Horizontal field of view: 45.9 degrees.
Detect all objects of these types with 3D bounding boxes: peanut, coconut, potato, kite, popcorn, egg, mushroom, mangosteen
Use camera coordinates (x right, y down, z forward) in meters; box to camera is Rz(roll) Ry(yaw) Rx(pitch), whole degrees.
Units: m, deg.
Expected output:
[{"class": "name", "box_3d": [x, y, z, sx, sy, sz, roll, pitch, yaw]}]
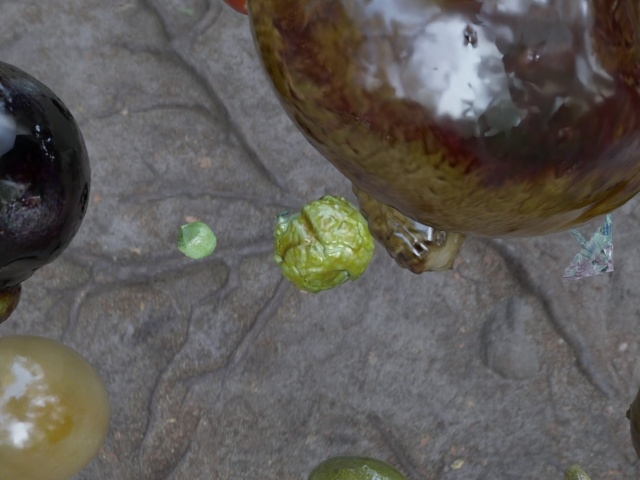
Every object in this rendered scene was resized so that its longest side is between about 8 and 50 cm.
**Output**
[{"class": "peanut", "box_3d": [0.498, 0.480, 1.455, 0.053, 0.054, 0.113, 10, 36, -3]}, {"class": "coconut", "box_3d": [-0.290, -0.003, 1.748, 0.096, 0.087, 0.088, 51, 52, -29]}, {"class": "potato", "box_3d": [0.075, 0.540, 1.589, 0.251, 0.159, 0.174, 10, 27, 37]}, {"class": "kite", "box_3d": [0.421, 0.009, 1.195, 0.156, 0.011, 0.139, 39, 85, -26]}, {"class": "popcorn", "box_3d": [0.000, 0.000, 1.374, 0.197, 0.198, 0.212, 8, 28, -4]}, {"class": "egg", "box_3d": [-0.586, 0.350, 1.526, 0.301, 0.374, 0.301, -10, 56, 16]}, {"class": "mushroom", "box_3d": [0.112, -0.155, 0.471, 0.239, 0.345, 0.345, -1, 53, 23]}, {"class": "mangosteen", "box_3d": [-0.289, -0.021, 0.575, 0.211, 0.250, 0.211, 14, 19, -5]}]

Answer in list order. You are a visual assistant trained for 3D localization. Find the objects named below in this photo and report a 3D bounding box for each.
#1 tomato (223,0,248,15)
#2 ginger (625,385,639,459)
[{"class": "tomato", "box_3d": [-0.090, -0.463, 1.250, 0.195, 0.195, 0.136, 53, 21, 22]}, {"class": "ginger", "box_3d": [0.488, 0.176, 0.946, 0.165, 0.321, 0.172, 7, 18, 1]}]
